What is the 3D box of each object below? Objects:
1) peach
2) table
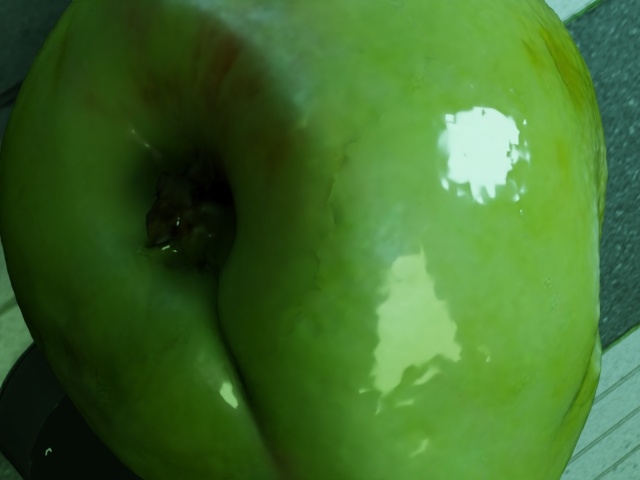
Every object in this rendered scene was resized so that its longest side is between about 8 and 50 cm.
[{"bbox_3d":[-0.002,-0.006,0.805,0.315,0.282,0.314,-26,112,-71],"label":"peach"},{"bbox_3d":[-0.123,0.097,0.991,0.133,0.043,0.133,-27,141,-25],"label":"table"}]
